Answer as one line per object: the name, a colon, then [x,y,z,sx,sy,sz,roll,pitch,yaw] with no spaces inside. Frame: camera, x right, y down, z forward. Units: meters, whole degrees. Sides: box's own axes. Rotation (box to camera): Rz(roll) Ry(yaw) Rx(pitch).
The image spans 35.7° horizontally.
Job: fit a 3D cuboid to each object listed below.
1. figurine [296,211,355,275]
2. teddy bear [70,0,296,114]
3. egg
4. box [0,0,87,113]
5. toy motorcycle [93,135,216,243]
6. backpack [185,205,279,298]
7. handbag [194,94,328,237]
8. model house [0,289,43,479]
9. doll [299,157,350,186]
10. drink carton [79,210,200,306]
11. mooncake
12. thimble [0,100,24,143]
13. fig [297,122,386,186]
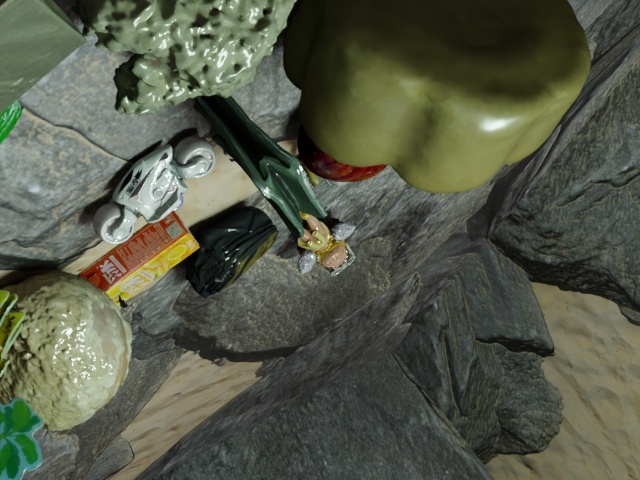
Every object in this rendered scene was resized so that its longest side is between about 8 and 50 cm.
figurine: [0.000,0.000,2.428,0.174,0.116,0.240,-42,155,2]
teddy bear: [-0.170,-0.300,1.326,0.357,0.224,0.367,-54,-167,-22]
egg: [-0.475,0.197,1.793,0.279,0.279,0.310,-30,128,-24]
box: [-0.414,-0.225,1.096,0.231,0.155,0.149,-41,164,2]
toy motorcycle: [-0.295,-0.096,1.720,0.254,0.112,0.112,-39,161,-1]
backpack: [-0.205,0.031,2.122,0.206,0.133,0.258,-37,169,-33]
handbag: [-0.108,-0.141,1.689,0.079,0.260,0.247,-40,157,-3]
model house: [-0.568,0.212,1.491,0.312,0.358,0.242,-30,158,-18]
doll: [0.035,-0.167,2.178,0.102,0.075,0.227,-53,146,13]
drink carton: [-0.352,0.039,1.939,0.223,0.071,0.096,-36,161,-4]
mooncake: [0.179,-0.292,1.594,0.467,0.467,0.262,-25,153,-35]
thimble: [-0.442,-0.165,1.235,0.130,0.118,0.090,-18,163,-3]
fig: [0.020,-0.196,1.970,0.249,0.186,0.203,-12,-165,36]
